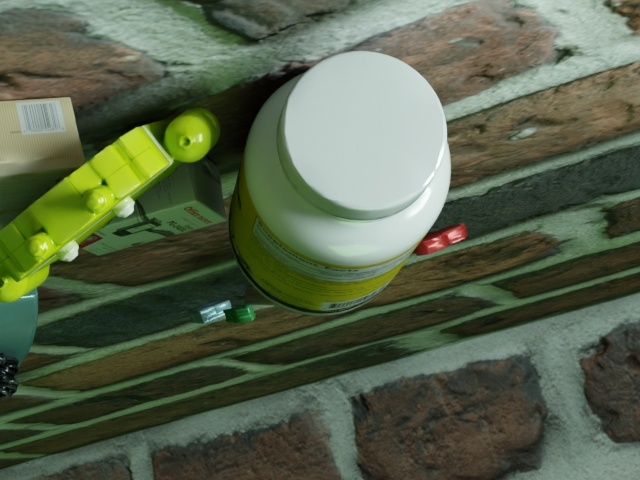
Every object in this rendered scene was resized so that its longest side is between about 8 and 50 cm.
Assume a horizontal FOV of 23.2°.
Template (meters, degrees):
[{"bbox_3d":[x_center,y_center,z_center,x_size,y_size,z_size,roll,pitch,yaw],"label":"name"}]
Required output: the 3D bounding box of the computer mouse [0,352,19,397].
[{"bbox_3d":[-0.428,0.170,1.563,0.262,0.060,0.184,2,155,-42],"label":"computer mouse"}]

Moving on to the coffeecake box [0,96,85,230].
[{"bbox_3d":[-0.309,-0.059,1.378,0.142,0.068,0.185,-8,166,-30],"label":"coffeecake box"}]

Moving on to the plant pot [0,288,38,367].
[{"bbox_3d":[-0.383,0.054,1.601,0.165,0.166,0.234,-5,162,-30],"label":"plant pot"}]

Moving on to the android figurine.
[{"bbox_3d":[-0.197,-0.035,1.376,0.248,0.056,0.273,-37,-175,7],"label":"android figurine"}]

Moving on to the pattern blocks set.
[{"bbox_3d":[0.001,0.042,2.022,0.324,0.026,0.285,-23,-172,-34],"label":"pattern blocks set"}]

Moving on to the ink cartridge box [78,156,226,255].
[{"bbox_3d":[-0.183,-0.039,1.597,0.150,0.063,0.109,-15,167,11],"label":"ink cartridge box"}]

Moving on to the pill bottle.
[{"bbox_3d":[0.016,-0.052,1.457,0.187,0.188,0.334,-10,167,-10],"label":"pill bottle"}]
